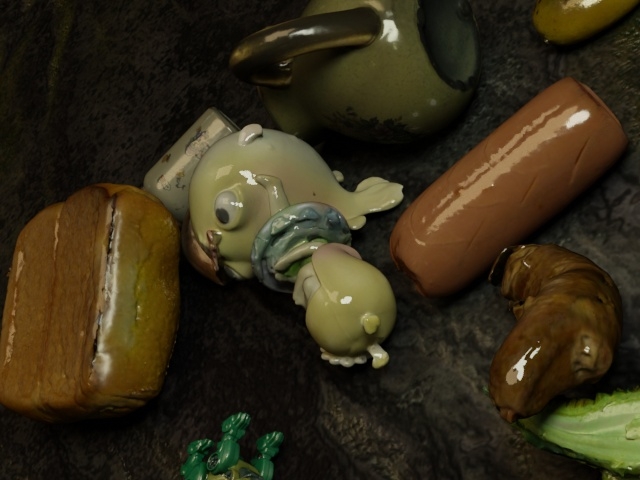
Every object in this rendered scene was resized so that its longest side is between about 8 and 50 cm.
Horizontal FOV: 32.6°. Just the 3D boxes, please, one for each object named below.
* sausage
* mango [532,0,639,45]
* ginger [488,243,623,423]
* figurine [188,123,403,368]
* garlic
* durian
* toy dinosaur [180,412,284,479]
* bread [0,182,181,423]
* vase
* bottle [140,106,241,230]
[{"bbox_3d":[0.208,-0.056,1.254,0.304,0.121,0.121,-41,39,13],"label":"sausage"},{"bbox_3d":[0.342,-0.305,1.370,0.161,0.076,0.103,-27,37,14],"label":"mango"},{"bbox_3d":[0.232,0.074,1.070,0.133,0.107,0.309,4,15,7],"label":"ginger"},{"bbox_3d":[0.000,0.000,1.387,0.274,0.227,0.394,-23,44,-13],"label":"figurine"},{"bbox_3d":[-0.145,-0.024,1.597,0.101,0.087,0.196,6,60,30],"label":"garlic"},{"bbox_3d":[0.309,0.177,0.975,0.375,0.106,0.132,-4,55,41],"label":"durian"},{"bbox_3d":[-0.132,0.308,1.311,0.259,0.094,0.153,-27,39,38],"label":"toy dinosaur"},{"bbox_3d":[-0.333,0.100,1.587,0.328,0.148,0.337,-19,62,46],"label":"bread"},{"bbox_3d":[0.020,-0.236,1.422,0.302,0.329,0.241,-11,84,37],"label":"vase"},{"bbox_3d":[-0.206,-0.088,1.680,0.233,0.110,0.110,-46,39,3],"label":"bottle"}]
